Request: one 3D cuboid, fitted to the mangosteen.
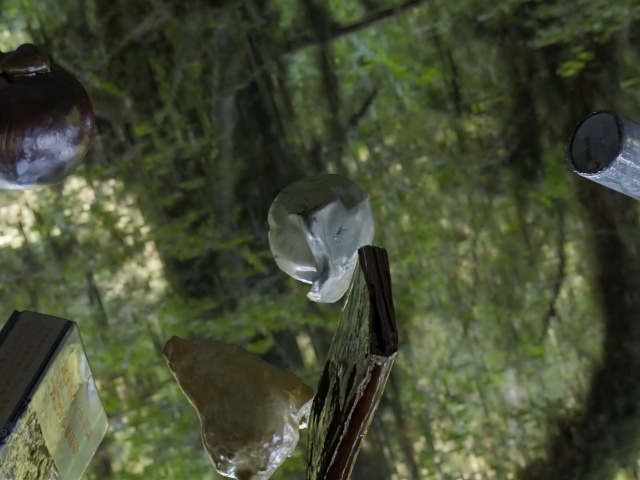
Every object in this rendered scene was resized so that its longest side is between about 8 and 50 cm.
[{"bbox_3d":[-0.301,-0.127,1.245,0.153,0.152,0.152,-17,-178,1],"label":"mangosteen"}]

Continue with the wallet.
[{"bbox_3d":[0.017,0.089,0.742,0.026,0.095,0.176,7,134,-8],"label":"wallet"}]

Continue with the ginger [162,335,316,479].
[{"bbox_3d":[-0.112,0.194,1.418,0.122,0.193,0.115,-58,161,-24],"label":"ginger"}]

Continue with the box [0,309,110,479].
[{"bbox_3d":[-0.345,0.254,1.363,0.084,0.198,0.310,10,-133,16],"label":"box"}]

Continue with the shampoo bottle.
[{"bbox_3d":[0.325,-0.063,1.174,0.214,0.072,0.072,17,160,-36],"label":"shampoo bottle"}]

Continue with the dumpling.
[{"bbox_3d":[0.000,0.000,1.332,0.118,0.136,0.199,-3,-170,6],"label":"dumpling"}]
